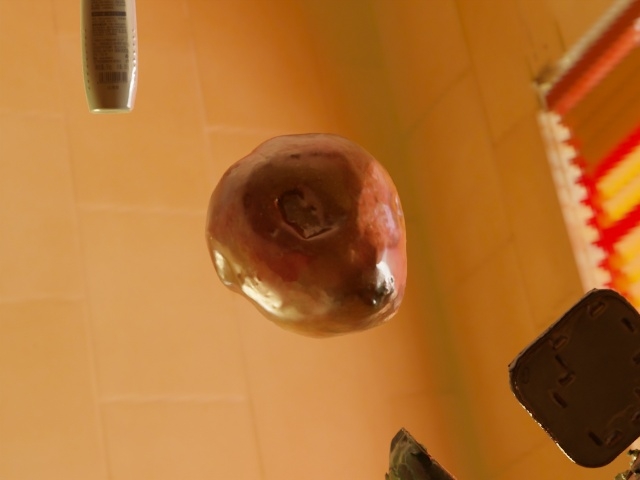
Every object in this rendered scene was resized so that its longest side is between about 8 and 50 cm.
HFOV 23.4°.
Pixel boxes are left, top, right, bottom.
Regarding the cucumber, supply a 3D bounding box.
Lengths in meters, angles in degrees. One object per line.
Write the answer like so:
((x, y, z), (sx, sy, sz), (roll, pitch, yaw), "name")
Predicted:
((0.182, 0.366, 1.805), (0.105, 0.325, 0.145), (-42, 1, -2), "cucumber")

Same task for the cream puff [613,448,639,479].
((0.488, 0.427, 2.263), (0.195, 0.194, 0.221), (8, -53, -34), "cream puff")

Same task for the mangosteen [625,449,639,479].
((0.519, 0.376, 1.766), (0.381, 0.381, 0.421), (-16, -70, 10), "mangosteen")

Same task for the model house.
((0.403, 0.217, 2.313), (0.218, 0.205, 0.278), (-40, -10, -3), "model house")

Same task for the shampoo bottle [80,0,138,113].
((-0.268, -0.268, 1.953), (0.072, 0.212, 0.049), (-1, 0, -9), "shampoo bottle")

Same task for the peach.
((0.000, 0.000, 1.635), (0.214, 0.235, 0.214), (-26, -43, -27), "peach")
